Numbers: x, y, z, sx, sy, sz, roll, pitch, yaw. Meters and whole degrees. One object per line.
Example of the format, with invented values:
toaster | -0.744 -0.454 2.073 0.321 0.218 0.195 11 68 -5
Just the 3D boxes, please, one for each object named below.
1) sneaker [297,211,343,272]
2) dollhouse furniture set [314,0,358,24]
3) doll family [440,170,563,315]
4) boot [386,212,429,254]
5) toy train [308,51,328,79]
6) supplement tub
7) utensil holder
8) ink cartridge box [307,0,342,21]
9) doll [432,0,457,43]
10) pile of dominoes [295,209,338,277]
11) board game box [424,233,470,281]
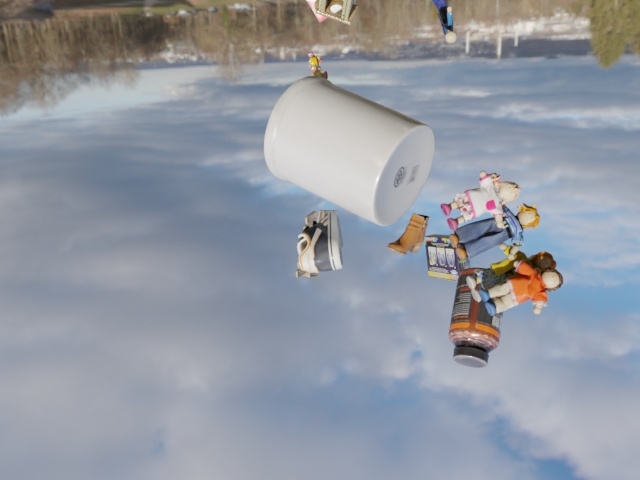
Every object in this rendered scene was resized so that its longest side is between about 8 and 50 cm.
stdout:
sneaker | 0.000 0.000 1.696 0.128 0.126 0.321 -10 -164 7
dollhouse furniture set | 0.058 -0.630 1.327 0.101 0.160 0.182 20 162 1
doll family | 0.327 0.008 1.031 0.163 0.262 0.118 -21 169 -1
boot | 0.328 -0.028 2.162 0.073 0.152 0.197 29 -159 35
toy train | -0.006 -0.544 1.890 0.046 0.125 0.166 -13 -123 -1
supplement tub | 0.328 0.163 1.218 0.106 0.106 0.197 5 -118 23
utensil holder | 0.084 -0.255 1.658 0.386 0.327 0.328 30 -148 29
ink cartridge box | 0.053 -0.843 1.879 0.218 0.158 0.092 -26 -158 22
doll | 0.396 -0.714 1.845 0.046 0.188 0.129 -17 167 1
pile of dominoes | -0.024 0.008 2.083 0.040 0.251 0.196 14 -171 34
board game box | 0.412 0.054 1.873 0.048 0.140 0.170 -12 -171 -24
